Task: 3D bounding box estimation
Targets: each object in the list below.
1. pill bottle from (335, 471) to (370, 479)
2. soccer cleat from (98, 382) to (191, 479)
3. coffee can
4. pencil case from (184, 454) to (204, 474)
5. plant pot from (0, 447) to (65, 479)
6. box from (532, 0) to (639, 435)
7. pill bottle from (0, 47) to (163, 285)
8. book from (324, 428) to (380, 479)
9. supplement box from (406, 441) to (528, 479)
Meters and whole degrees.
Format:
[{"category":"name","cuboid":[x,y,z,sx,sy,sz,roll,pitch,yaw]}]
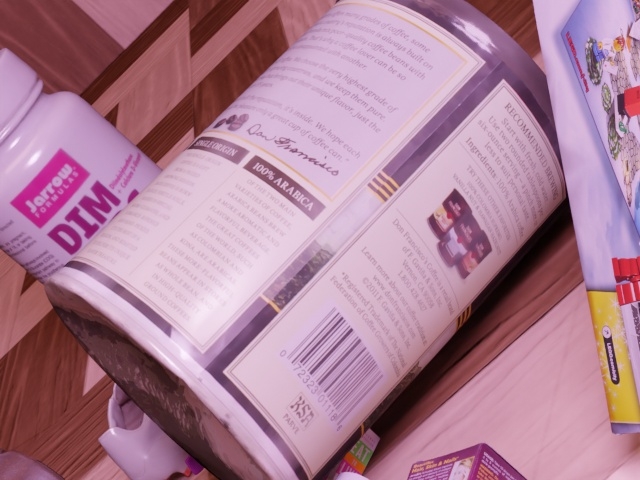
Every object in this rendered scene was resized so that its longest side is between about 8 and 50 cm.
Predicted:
[{"category":"pill bottle","cuboid":[0.006,0.174,0.802,0.043,0.043,0.083,-20,33,52]},{"category":"soccer cleat","cuboid":[-0.128,0.118,1.135,0.068,0.076,0.196,-39,21,23]},{"category":"coffee can","cuboid":[0.000,0.000,0.862,0.275,0.201,0.201,-46,18,-17]},{"category":"pencil case","cuboid":[-0.056,0.104,1.033,0.070,0.064,0.152,-22,27,18]},{"category":"plant pot","cuboid":[-0.241,0.250,1.015,0.165,0.167,0.167,-50,19,-30]},{"category":"box","cuboid":[0.178,-0.035,0.621,0.044,0.233,0.159,-7,-4,-35]},{"category":"pill bottle","cuboid":[-0.239,-0.040,1.356,0.160,0.283,0.160,-41,21,19]},{"category":"book","cuboid":[-0.029,0.178,0.885,0.096,0.035,0.144,-13,39,52]},{"category":"supplement box","cuboid":[0.067,0.152,0.719,0.055,0.043,0.083,-27,29,45]}]
